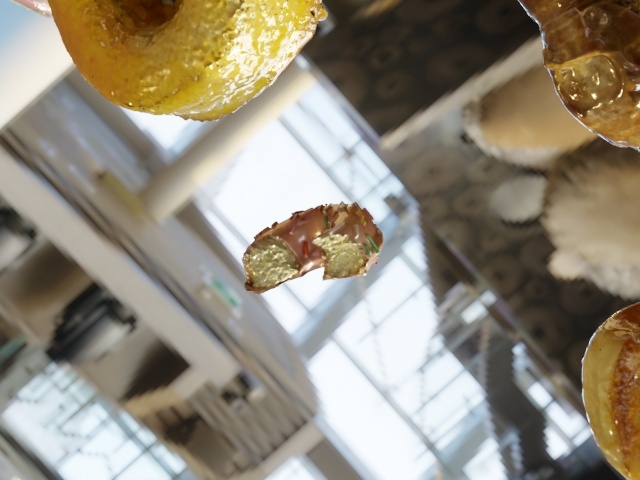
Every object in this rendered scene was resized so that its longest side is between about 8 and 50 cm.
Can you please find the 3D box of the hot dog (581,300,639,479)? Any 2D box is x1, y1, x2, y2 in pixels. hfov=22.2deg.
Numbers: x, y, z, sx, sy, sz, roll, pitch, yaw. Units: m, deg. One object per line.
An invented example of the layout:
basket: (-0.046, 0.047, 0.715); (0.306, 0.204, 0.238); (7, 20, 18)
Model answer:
hot dog: (0.472, 0.117, 1.609); (0.223, 0.405, 0.185); (-47, -55, -57)

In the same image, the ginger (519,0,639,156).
ginger: (0.393, -0.259, 2.141); (0.274, 0.152, 0.357); (0, -118, -50)

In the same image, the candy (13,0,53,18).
candy: (-0.337, -0.288, 1.842); (0.103, 0.043, 0.103); (26, -178, -1)

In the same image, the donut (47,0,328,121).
donut: (-0.113, -0.213, 1.281); (0.118, 0.253, 0.253); (-20, -117, -48)

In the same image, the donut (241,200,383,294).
donut: (0.000, 0.000, 1.723); (0.117, 0.166, 0.065); (-47, -60, -52)
